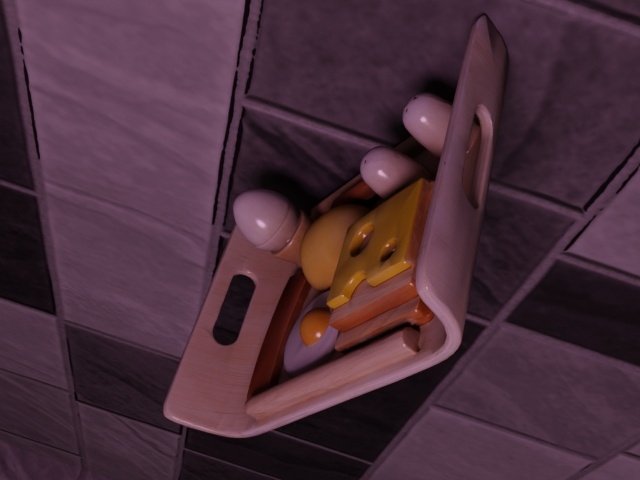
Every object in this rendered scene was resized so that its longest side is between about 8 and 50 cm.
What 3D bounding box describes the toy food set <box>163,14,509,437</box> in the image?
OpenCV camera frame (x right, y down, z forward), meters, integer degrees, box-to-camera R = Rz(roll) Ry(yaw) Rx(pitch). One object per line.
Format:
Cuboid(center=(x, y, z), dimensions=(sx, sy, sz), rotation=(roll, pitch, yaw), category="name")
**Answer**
Cuboid(center=(0.000, 0.000, 0.532), dimensions=(0.092, 0.220, 0.306), rotation=(32, 142, -19), category="toy food set")
